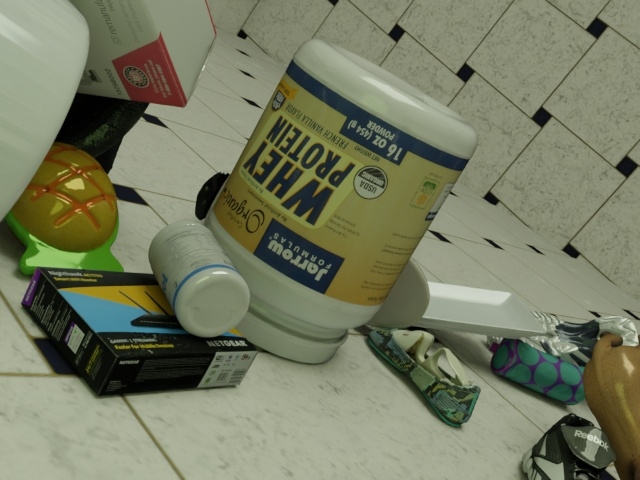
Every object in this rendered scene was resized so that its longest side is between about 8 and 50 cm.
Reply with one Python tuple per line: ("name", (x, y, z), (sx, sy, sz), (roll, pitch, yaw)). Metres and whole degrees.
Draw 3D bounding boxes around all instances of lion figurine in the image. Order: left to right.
("lion figurine", (0.386, 0.241, 1.011), (0.240, 0.142, 0.392), (22, 32, -44))

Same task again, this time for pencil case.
("pencil case", (0.333, 0.197, 1.314), (0.151, 0.065, 0.070), (25, 12, -16))

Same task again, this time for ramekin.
("ramekin", (-0.321, -0.125, 0.762), (0.135, 0.277, 0.277), (30, 12, -32))

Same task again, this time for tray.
("tray", (0.185, 0.101, 1.295), (0.270, 0.030, 0.145), (8, 20, -11))

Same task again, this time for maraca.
("maraca", (-0.260, -0.024, 0.875), (0.127, 0.099, 0.186), (4, 52, -37))

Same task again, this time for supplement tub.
("supplement tub", (-0.114, 0.034, 0.809), (0.071, 0.071, 0.107), (19, 17, -34))
("supplement tub", (0.009, -0.042, 0.994), (0.228, 0.316, 0.228), (27, 15, -8))

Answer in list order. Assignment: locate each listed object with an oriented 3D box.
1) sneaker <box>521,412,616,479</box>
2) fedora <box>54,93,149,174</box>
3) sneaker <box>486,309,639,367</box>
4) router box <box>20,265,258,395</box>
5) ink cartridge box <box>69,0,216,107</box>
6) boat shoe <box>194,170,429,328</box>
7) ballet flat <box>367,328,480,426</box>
("sneaker", (0.270, 0.252, 0.931), (0.078, 0.106, 0.234), (29, 15, 2))
("fedora", (-0.321, -0.186, 1.076), (0.334, 0.334, 0.152), (37, -17, 24))
("sneaker", (0.392, 0.193, 1.424), (0.234, 0.153, 0.094), (-5, 47, 6))
("router box", (-0.162, 0.081, 0.798), (0.133, 0.046, 0.179), (39, 17, 32))
("ink cartridge box", (-0.274, -0.258, 0.901), (0.282, 0.117, 0.207), (9, -29, 14))
("boat shoe", (0.000, 0.000, 1.217), (0.340, 0.127, 0.158), (31, 10, 2))
("ballet flat", (0.133, 0.151, 1.089), (0.070, 0.070, 0.188), (14, 21, -46))
